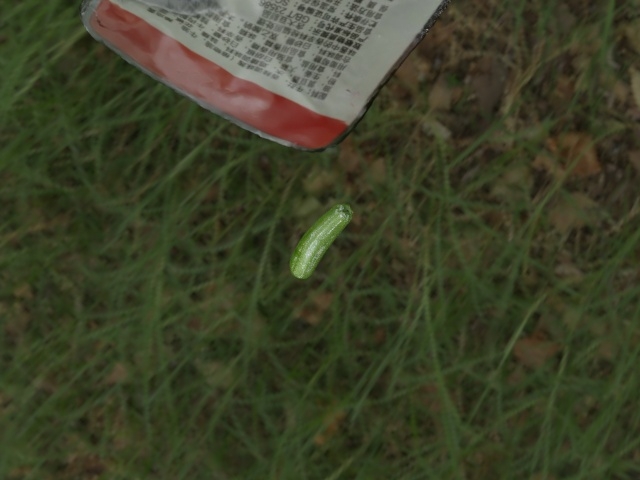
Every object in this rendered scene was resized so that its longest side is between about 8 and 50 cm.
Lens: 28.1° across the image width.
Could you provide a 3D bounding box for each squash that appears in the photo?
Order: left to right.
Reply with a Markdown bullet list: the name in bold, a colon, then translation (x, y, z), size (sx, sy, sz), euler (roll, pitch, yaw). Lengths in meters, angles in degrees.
- **squash**: translation (0.000, -0.001, 1.087), size (0.027, 0.027, 0.089), euler (37, 122, 2)

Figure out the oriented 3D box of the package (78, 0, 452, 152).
- **package**: translation (-0.002, -0.143, 0.584), size (0.154, 0.030, 0.239), euler (28, 128, -16)
